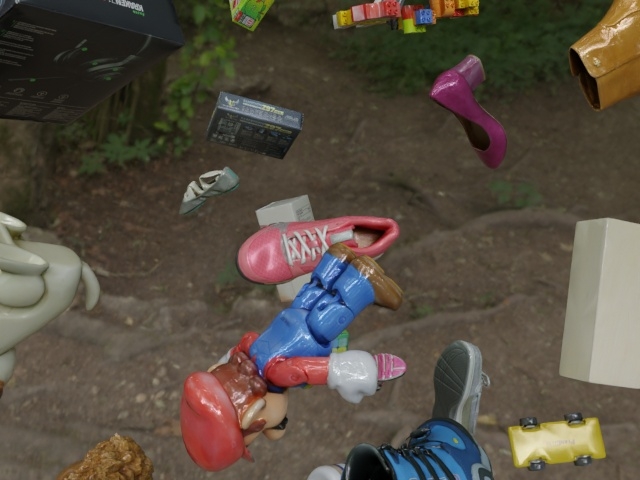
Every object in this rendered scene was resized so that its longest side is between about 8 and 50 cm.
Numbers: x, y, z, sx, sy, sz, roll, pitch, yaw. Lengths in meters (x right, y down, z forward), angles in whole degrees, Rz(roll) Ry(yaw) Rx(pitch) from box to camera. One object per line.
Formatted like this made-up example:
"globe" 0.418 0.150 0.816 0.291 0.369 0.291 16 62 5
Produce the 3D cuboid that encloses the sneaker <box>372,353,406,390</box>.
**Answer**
"sneaker" 0.131 0.306 1.573 0.075 0.171 0.063 35 45 -40

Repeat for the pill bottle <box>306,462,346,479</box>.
"pill bottle" 0.112 0.526 1.407 0.265 0.153 0.153 3 43 -33

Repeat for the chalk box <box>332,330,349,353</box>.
"chalk box" -0.007 0.300 1.908 0.132 0.132 0.213 -3 19 -29

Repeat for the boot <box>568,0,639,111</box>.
"boot" 0.553 -0.406 1.274 0.211 0.295 0.104 -25 16 -9

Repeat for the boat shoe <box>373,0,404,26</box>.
"boat shoe" 0.184 -0.527 1.391 0.065 0.206 0.075 37 6 5

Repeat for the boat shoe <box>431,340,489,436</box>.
"boat shoe" 0.344 0.373 1.663 0.103 0.320 0.118 -11 29 -24

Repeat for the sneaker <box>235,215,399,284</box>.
"sneaker" 0.000 -0.001 1.244 0.314 0.136 0.115 -12 83 -22

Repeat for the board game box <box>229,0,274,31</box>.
"board game box" -0.088 -0.455 1.157 0.043 0.181 0.092 19 40 -33

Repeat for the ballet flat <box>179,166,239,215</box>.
"ballet flat" -0.298 -0.132 1.753 0.068 0.213 0.072 51 35 -25

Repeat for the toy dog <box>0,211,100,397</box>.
"toy dog" -0.748 0.166 1.547 0.285 0.407 0.395 37 8 35

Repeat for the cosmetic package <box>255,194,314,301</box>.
"cosmetic package" -0.081 0.023 2.113 0.153 0.129 0.296 -33 111 -66

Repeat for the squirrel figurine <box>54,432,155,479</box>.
"squirrel figurine" -0.547 0.620 1.490 0.281 0.397 0.370 42 24 14

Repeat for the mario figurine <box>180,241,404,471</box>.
"mario figurine" -0.034 0.163 0.861 0.170 0.198 0.320 44 82 6

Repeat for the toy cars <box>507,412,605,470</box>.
"toy cars" 0.395 0.481 1.363 0.176 0.087 0.393 42 76 11

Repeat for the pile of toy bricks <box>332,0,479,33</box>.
"pile of toy bricks" 0.120 -0.301 0.782 0.212 0.117 0.105 -15 13 -30

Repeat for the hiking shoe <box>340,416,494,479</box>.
"hiking shoe" 0.091 0.241 0.682 0.132 0.113 0.304 57 23 -3

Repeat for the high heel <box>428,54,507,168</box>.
"high heel" 0.401 -0.315 1.912 0.181 0.377 0.127 -41 36 -18

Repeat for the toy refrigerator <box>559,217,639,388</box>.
"toy refrigerator" 0.483 0.105 1.160 0.102 0.269 0.094 9 -6 -14

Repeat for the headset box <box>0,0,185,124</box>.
"headset box" -0.350 -0.266 0.854 0.246 0.283 0.131 -7 78 -56

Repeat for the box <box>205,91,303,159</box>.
"box" -0.184 -0.312 1.887 0.233 0.183 0.059 12 67 -15
